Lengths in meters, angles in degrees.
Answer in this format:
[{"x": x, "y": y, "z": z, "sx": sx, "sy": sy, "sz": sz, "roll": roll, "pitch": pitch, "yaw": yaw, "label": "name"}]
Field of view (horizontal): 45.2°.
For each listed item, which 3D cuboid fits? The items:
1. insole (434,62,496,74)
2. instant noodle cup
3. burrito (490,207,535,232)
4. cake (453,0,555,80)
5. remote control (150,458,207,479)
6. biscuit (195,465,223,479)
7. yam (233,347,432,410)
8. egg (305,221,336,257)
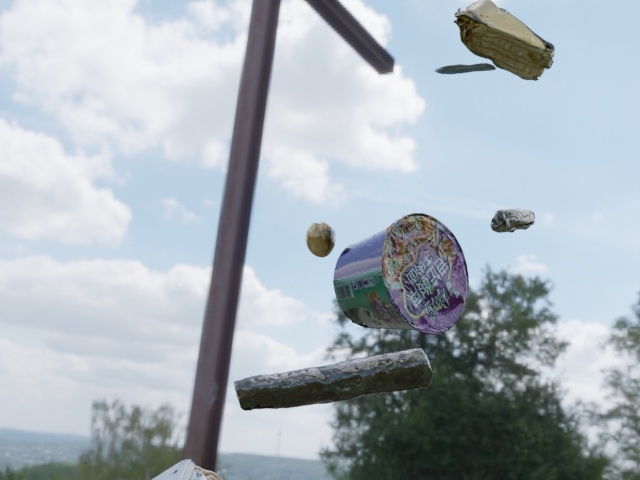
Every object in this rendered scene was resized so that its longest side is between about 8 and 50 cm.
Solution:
[{"x": 0.332, "y": -0.401, "z": 1.794, "sx": 0.063, "sy": 0.010, "sz": 0.192, "roll": 6, "pitch": 4, "yaw": -33, "label": "insole"}, {"x": 0.157, "y": 0.081, "z": 1.608, "sx": 0.251, "sy": 0.251, "sz": 0.190, "roll": 17, "pitch": -21, "yaw": -35, "label": "instant noodle cup"}, {"x": 0.453, "y": -0.047, "z": 1.820, "sx": 0.045, "sy": 0.058, "sz": 0.188, "roll": -9, "pitch": -3, "yaw": 40, "label": "burrito"}, {"x": 0.320, "y": -0.350, "z": 1.333, "sx": 0.185, "sy": 0.116, "sz": 0.079, "roll": 22, "pitch": -50, "yaw": 12, "label": "cake"}, {"x": -0.277, "y": 0.405, "z": 1.042, "sx": 0.277, "sy": 0.055, "sz": 0.103, "roll": -35, "pitch": 13, "yaw": 17, "label": "remote control"}, {"x": -0.135, "y": 0.442, "z": 1.202, "sx": 0.236, "sy": 0.040, "sz": 0.144, "roll": 41, "pitch": 16, "yaw": 18, "label": "biscuit"}, {"x": 0.018, "y": 0.197, "z": 1.069, "sx": 0.274, "sy": 0.061, "sz": 0.061, "roll": -7, "pitch": -14, "yaw": -11, "label": "yam"}, {"x": 0.000, "y": 0.000, "z": 1.764, "sx": 0.071, "sy": 0.083, "sz": 0.071, "roll": 3, "pitch": -26, "yaw": 1, "label": "egg"}]
